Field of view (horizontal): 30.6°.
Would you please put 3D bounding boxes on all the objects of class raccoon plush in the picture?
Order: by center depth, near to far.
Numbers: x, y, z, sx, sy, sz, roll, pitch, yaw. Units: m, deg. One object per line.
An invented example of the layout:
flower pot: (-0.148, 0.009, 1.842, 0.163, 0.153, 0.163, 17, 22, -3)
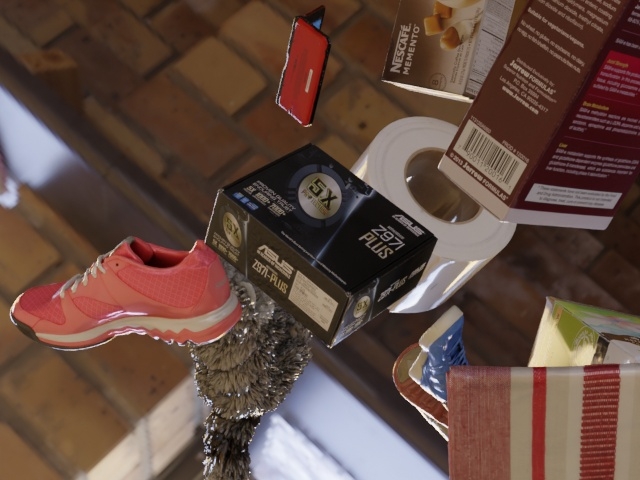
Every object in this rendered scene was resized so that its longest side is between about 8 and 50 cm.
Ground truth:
raccoon plush: (-0.145, 0.228, 1.971, 0.216, 0.446, 0.299, -6, 169, 14)

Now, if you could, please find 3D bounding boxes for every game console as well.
game console: (-0.007, -0.259, 1.729, 0.124, 0.085, 0.144, 44, 131, 40)

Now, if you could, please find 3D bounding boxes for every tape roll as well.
tape roll: (0.144, -0.038, 1.726, 0.246, 0.246, 0.169, 45, 141, 5)

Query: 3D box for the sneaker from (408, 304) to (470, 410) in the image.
sneaker: (0.144, 0.131, 1.222, 0.084, 0.058, 0.152, 43, 152, 17)

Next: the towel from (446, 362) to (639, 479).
towel: (0.293, 0.215, 1.167, 0.329, 0.037, 0.237, -2, 122, 6)

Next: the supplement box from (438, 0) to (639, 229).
supplement box: (0.191, -0.126, 0.776, 0.073, 0.130, 0.239, 45, 118, 37)

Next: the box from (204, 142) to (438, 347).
box: (0.000, 0.000, 1.186, 0.180, 0.147, 0.077, 39, 134, 22)

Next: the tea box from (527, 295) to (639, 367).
tea box: (0.472, 0.242, 1.565, 0.329, 0.220, 0.323, 13, -172, -12)

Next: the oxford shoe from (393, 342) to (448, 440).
oxford shoe: (0.288, 0.318, 1.906, 0.397, 0.140, 0.146, 46, 177, 35)

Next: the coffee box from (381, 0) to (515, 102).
coffee box: (0.197, -0.335, 1.717, 0.141, 0.246, 0.098, 17, -175, 32)

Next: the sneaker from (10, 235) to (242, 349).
sneaker: (-0.259, 0.054, 1.516, 0.314, 0.116, 0.136, -3, 118, 14)
